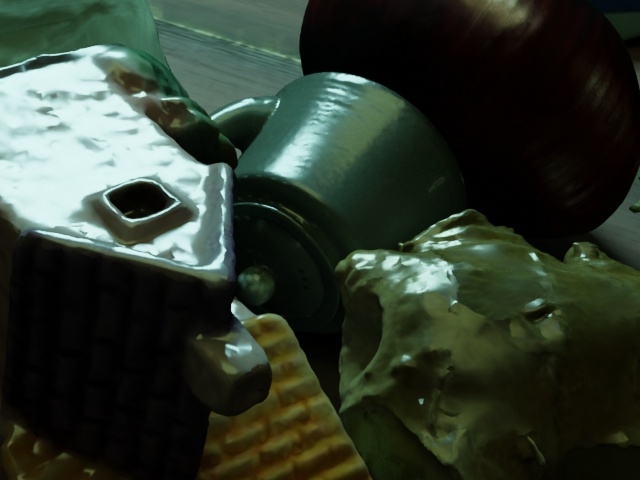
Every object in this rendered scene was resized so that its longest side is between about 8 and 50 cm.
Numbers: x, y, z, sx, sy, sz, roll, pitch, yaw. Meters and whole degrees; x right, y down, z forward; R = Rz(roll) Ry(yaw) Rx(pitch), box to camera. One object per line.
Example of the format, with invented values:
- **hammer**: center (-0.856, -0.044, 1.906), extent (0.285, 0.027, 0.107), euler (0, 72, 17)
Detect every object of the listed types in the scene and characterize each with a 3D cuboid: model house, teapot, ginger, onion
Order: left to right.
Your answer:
- **model house**: center (-0.088, 0.057, 0.675), extent (0.202, 0.237, 0.237), euler (-15, 44, -40)
- **teapot**: center (0.000, 0.000, 0.858), extent (0.239, 0.162, 0.149), euler (44, 49, -1)
- **onion**: center (0.126, -0.137, 0.956), extent (0.273, 0.285, 0.273), euler (30, -4, 2)
- **ginger**: center (0.136, 0.067, 0.769), extent (0.270, 0.123, 0.218), euler (-17, 59, -25)

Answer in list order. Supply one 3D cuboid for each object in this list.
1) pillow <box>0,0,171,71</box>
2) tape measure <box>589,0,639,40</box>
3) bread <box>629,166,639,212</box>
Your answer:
- **pillow**: center (-0.210, -0.117, 0.876), extent (0.138, 0.309, 0.283), euler (-11, 10, 42)
- **tape measure**: center (0.309, -0.281, 1.372), extent (0.351, 0.097, 0.215), euler (-4, 37, -21)
- **bread**: center (0.359, -0.034, 0.931), extent (0.270, 0.211, 0.315), euler (2, 47, -18)
